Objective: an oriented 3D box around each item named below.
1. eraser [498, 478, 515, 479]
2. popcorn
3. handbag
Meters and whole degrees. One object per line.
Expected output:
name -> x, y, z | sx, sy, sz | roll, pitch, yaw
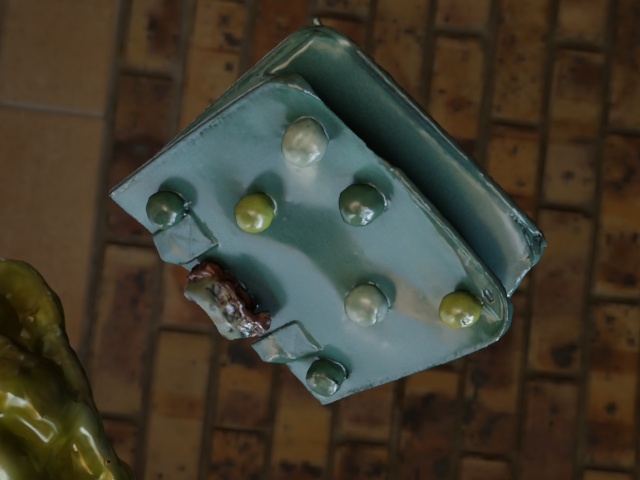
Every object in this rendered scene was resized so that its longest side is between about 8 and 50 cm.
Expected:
eraser -> 0.130, 0.341, 1.296 | 0.227, 0.081, 0.174 | -56, 157, 11
popcorn -> -0.268, 0.164, 0.911 | 0.312, 0.312, 0.312 | -174, -90, -84
handbag -> 0.000, 0.002, 1.046 | 0.274, 0.269, 0.100 | -30, -158, 44
